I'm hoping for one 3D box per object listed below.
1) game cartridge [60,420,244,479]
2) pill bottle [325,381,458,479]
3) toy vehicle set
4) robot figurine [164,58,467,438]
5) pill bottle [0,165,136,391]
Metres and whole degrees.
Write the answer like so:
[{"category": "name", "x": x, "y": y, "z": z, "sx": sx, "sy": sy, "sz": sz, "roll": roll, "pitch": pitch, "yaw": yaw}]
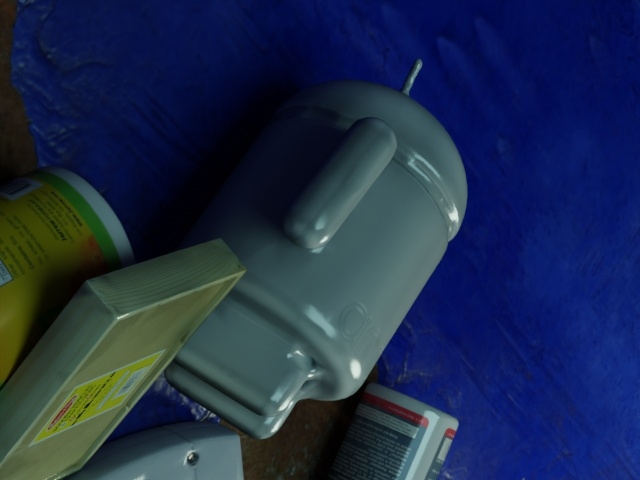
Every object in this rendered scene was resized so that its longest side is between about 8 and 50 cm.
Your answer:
[{"category": "game cartridge", "x": -0.189, "y": 0.283, "z": 1.240, "sx": 0.294, "sy": 0.060, "sz": 0.196, "roll": -22, "pitch": 122, "yaw": -40}, {"category": "pill bottle", "x": 0.064, "y": 0.251, "z": 1.453, "sx": 0.108, "sy": 0.108, "sz": 0.180, "roll": 31, "pitch": 80, "yaw": -47}, {"category": "toy vehicle set", "x": -0.184, "y": 0.113, "z": 1.063, "sx": 0.267, "sy": 0.035, "sz": 0.166, "roll": -49, "pitch": 165, "yaw": 28}, {"category": "robot figurine", "x": 0.000, "y": 0.000, "z": 1.226, "sx": 0.353, "sy": 0.200, "sz": 0.300, "roll": -56, "pitch": 178, "yaw": -22}, {"category": "pill bottle", "x": -0.268, "y": 0.053, "z": 1.015, "sx": 0.246, "sy": 0.136, "sz": 0.136, "roll": -32, "pitch": 124, "yaw": -35}]
